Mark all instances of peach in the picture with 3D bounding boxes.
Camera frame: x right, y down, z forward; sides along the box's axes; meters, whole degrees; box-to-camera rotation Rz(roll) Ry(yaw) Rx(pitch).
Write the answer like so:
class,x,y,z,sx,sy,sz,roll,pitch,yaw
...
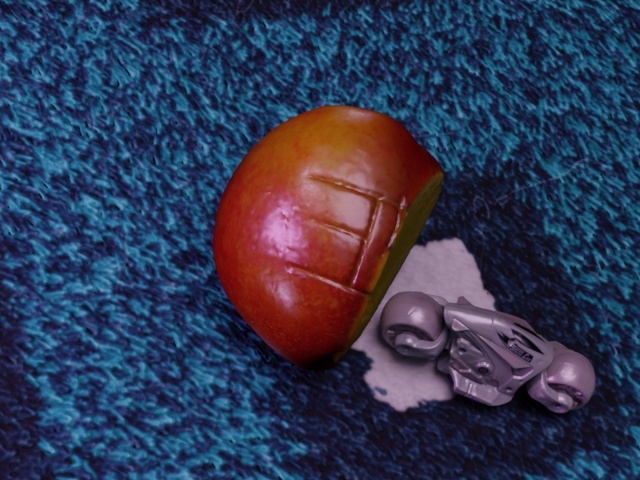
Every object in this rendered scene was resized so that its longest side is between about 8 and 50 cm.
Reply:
class,x,y,z,sx,sy,sz,roll,pitch,yaw
peach,0.000,0.000,1.404,0.245,0.248,0.275,7,65,29

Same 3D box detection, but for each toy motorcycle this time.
class,x,y,z,sx,sy,sz,roll,pitch,yaw
toy motorcycle,0.190,0.117,1.447,0.254,0.112,0.112,21,56,-5
